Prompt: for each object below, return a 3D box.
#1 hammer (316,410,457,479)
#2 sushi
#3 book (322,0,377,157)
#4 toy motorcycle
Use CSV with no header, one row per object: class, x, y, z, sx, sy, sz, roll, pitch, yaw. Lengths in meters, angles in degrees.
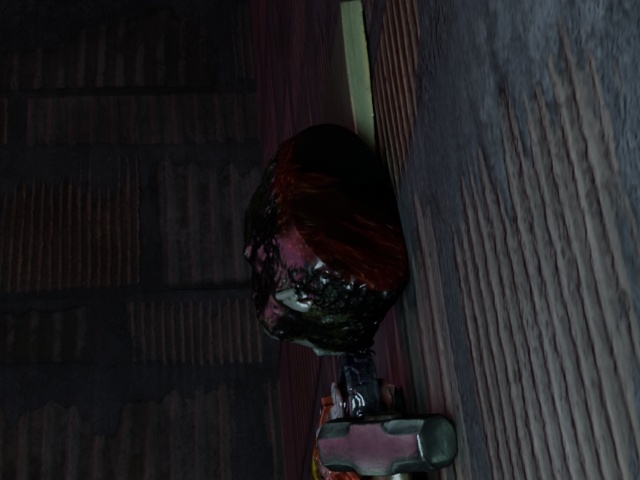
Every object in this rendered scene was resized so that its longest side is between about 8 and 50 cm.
hammer,0.071,0.311,0.877,0.111,0.043,0.365,-10,88,44
sushi,0.000,0.000,1.087,0.225,0.136,0.126,-98,30,-45
book,0.030,-0.114,1.317,0.282,0.025,0.214,109,156,-74
toy motorcycle,0.038,0.224,1.072,0.298,0.089,0.171,97,167,-55
